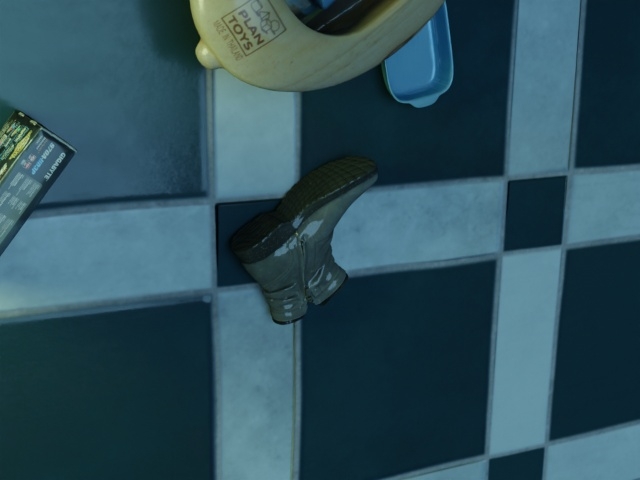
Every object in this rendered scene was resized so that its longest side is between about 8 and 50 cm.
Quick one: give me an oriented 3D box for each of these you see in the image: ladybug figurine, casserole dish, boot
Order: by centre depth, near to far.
[{"bbox_3d":[0.007,-0.373,1.176,0.449,0.162,0.305,-40,118,-13],"label":"ladybug figurine"},{"bbox_3d":[0.000,0.000,1.330,0.246,0.083,0.161,-37,123,-8],"label":"boot"},{"bbox_3d":[0.132,-0.288,1.334,0.114,0.037,0.188,-18,110,-21],"label":"casserole dish"}]

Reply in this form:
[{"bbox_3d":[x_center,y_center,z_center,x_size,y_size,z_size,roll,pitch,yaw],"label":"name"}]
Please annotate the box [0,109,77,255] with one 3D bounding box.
[{"bbox_3d":[-0.382,-0.042,1.060,0.051,0.175,0.220,37,84,-30],"label":"box"}]
